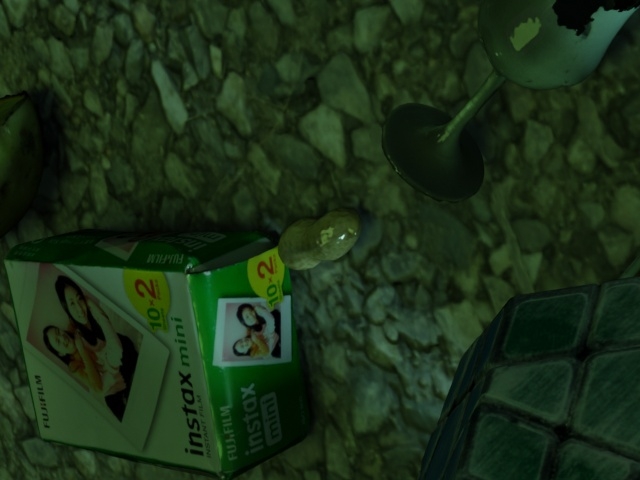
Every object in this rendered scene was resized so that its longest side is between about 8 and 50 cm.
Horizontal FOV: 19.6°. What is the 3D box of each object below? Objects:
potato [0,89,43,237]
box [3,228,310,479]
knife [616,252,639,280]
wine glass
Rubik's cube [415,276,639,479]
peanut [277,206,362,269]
[{"bbox_3d":[-0.325,-0.029,1.575,0.271,0.160,0.111,-10,122,47],"label":"potato"},{"bbox_3d":[-0.127,0.078,1.426,0.250,0.103,0.180,3,108,46],"label":"box"},{"bbox_3d":[0.211,0.032,1.111,0.061,0.027,0.343,38,130,7],"label":"knife"},{"bbox_3d":[0.116,-0.107,1.117,0.079,0.079,0.195,55,138,15],"label":"wine glass"},{"bbox_3d":[0.186,0.164,0.998,0.264,0.319,0.319,21,127,-1],"label":"Rubik's cube"},{"bbox_3d":[0.000,0.000,1.314,0.083,0.037,0.037,-18,92,44],"label":"peanut"}]
